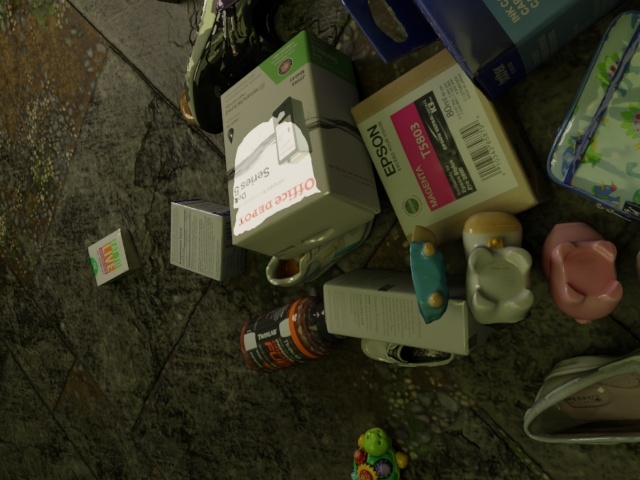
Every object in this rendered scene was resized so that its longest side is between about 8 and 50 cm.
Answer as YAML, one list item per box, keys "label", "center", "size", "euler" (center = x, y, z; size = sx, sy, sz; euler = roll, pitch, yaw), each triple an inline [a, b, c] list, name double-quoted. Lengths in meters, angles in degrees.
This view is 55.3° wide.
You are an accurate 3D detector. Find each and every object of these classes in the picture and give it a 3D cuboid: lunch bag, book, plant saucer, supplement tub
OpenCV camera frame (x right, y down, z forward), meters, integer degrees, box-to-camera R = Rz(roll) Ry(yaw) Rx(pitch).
- label: "lunch bag"
  center: [0.371, -0.137, 0.692]
  size: [0.176, 0.090, 0.219]
  euler: [34, 117, 29]
- label: "book"
  center: [-0.469, 0.038, 1.382]
  size: [0.144, 0.035, 0.096]
  euler: [-23, 82, 39]
- label: "plant saucer"
  center: [-0.241, -0.259, 1.157]
  size: [0.083, 0.015, 0.084]
  euler: [9, 105, 35]
- label: "supplement tub"
  center: [-0.040, 0.157, 1.044]
  size: [0.197, 0.106, 0.106]
  euler: [-26, 84, 37]

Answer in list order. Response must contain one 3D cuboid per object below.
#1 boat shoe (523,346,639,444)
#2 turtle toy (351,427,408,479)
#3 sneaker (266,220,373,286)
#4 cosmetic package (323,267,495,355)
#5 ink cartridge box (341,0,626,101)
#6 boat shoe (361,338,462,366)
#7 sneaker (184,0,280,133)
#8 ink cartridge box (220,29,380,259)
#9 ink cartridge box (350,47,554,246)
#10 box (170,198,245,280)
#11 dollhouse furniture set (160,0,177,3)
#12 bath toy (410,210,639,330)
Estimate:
- label: "boat shoe"
  center: [0.360, 0.180, 0.685]
  size: [0.118, 0.103, 0.320]
  euler: [54, 152, -1]
- label: "turtle toy"
  center: [0.092, 0.367, 1.017]
  size: [0.095, 0.066, 0.130]
  euler: [17, 109, 33]
- label: "sneaker"
  center: [0.000, 0.000, 0.989]
  size: [0.087, 0.092, 0.229]
  euler: [52, 123, 18]
- label: "cosmetic package"
  center: [0.130, 0.097, 0.900]
  size: [0.231, 0.117, 0.086]
  euler: [1, 102, 35]
- label: "ink cartridge box"
  center: [0.215, -0.345, 0.662]
  size: [0.395, 0.151, 0.270]
  euler: [-36, 78, 21]
- label: "boat shoe"
  center: [0.134, 0.167, 0.944]
  size: [0.184, 0.063, 0.066]
  euler: [0, 100, 36]
- label: "sneaker"
  center: [-0.140, -0.308, 1.021]
  size: [0.124, 0.107, 0.283]
  euler: [22, 113, 24]
- label: "ink cartridge box"
  center: [-0.038, -0.135, 0.915]
  size: [0.198, 0.114, 0.273]
  euler: [-27, 61, 36]
- label: "ink cartridge box"
  center: [0.175, -0.123, 0.837]
  size: [0.193, 0.088, 0.235]
  euler: [-27, 84, 35]
- label: "box"
  center: [-0.213, -0.005, 1.155]
  size: [0.137, 0.072, 0.126]
  euler: [16, 109, 32]
- label: "dollhouse furniture set"
  center: [-0.381, -0.563, 0.981]
  size: [0.173, 0.355, 0.303]
  euler: [17, 110, 33]
- label: "bath toy"
  center: [0.284, 0.038, 0.723]
  size: [0.348, 0.129, 0.152]
  euler: [0, 68, 12]
